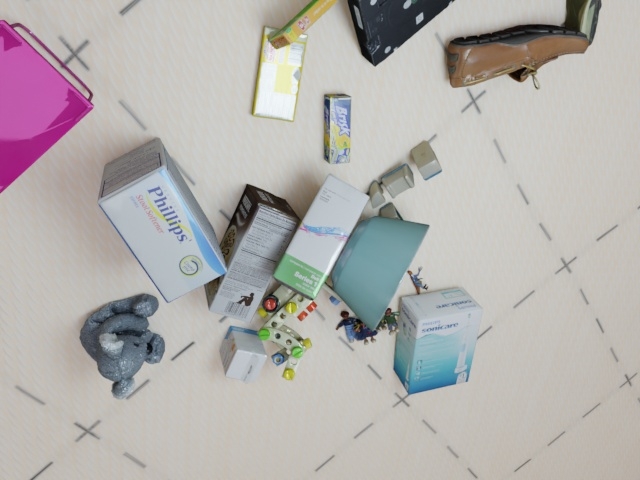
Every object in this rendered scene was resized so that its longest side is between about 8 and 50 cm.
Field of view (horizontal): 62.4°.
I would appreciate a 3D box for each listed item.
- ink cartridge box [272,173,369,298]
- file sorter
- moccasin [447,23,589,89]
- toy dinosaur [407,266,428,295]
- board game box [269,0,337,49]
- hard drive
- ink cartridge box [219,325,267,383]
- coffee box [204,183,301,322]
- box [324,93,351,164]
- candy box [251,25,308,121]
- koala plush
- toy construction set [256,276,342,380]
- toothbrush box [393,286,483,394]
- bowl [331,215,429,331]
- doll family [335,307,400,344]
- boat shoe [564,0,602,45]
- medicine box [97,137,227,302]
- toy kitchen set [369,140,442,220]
[{"bbox_3d":[0.000,0.000,1.304,0.117,0.201,0.278,28,82,2],"label":"ink cartridge box"},{"bbox_3d":[-0.628,-0.259,1.048,0.290,0.182,0.202,-41,119,3],"label":"file sorter"},{"bbox_3d":[0.511,-0.468,1.365,0.380,0.139,0.147,-16,122,-14],"label":"moccasin"},{"bbox_3d":[0.288,0.124,1.599,0.082,0.047,0.090,29,112,-8],"label":"toy dinosaur"},{"bbox_3d":[0.002,-0.522,1.162,0.259,0.124,0.039,-47,113,-4],"label":"board game box"},{"bbox_3d":[0.216,-0.579,1.186,0.339,0.064,0.237,-40,158,1],"label":"hard drive"},{"bbox_3d":[-0.213,0.316,1.453,0.090,0.143,0.092,18,105,-24],"label":"ink cartridge box"},{"bbox_3d":[-0.180,0.030,1.329,0.119,0.168,0.297,21,103,-24],"label":"coffee box"},{"bbox_3d":[0.043,-0.282,1.334,0.059,0.054,0.169,-7,113,-16],"label":"box"},{"bbox_3d":[-0.098,-0.392,1.255,0.105,0.027,0.206,5,110,-18],"label":"candy box"},{"bbox_3d":[-0.491,0.268,1.296,0.203,0.221,0.196,-8,115,-15],"label":"koala plush"},{"bbox_3d":[-0.042,0.200,1.452,0.327,0.151,0.215,-44,88,-10],"label":"toy construction set"},{"bbox_3d":[0.358,0.311,1.637,0.216,0.126,0.295,-8,122,-15],"label":"toothbrush box"},{"bbox_3d":[0.139,0.060,1.367,0.163,0.311,0.311,29,103,7],"label":"bowl"},{"bbox_3d":[0.142,0.244,1.582,0.193,0.076,0.111,-25,122,-4],"label":"doll family"},{"bbox_3d":[0.703,-0.622,1.400,0.073,0.080,0.224,-15,121,-18],"label":"boat shoe"},{"bbox_3d":[-0.347,-0.055,1.167,0.149,0.289,0.263,-28,118,-5],"label":"medicine box"},{"bbox_3d":[0.249,-0.136,1.452,0.207,0.122,0.166,-29,120,18],"label":"toy kitchen set"}]
